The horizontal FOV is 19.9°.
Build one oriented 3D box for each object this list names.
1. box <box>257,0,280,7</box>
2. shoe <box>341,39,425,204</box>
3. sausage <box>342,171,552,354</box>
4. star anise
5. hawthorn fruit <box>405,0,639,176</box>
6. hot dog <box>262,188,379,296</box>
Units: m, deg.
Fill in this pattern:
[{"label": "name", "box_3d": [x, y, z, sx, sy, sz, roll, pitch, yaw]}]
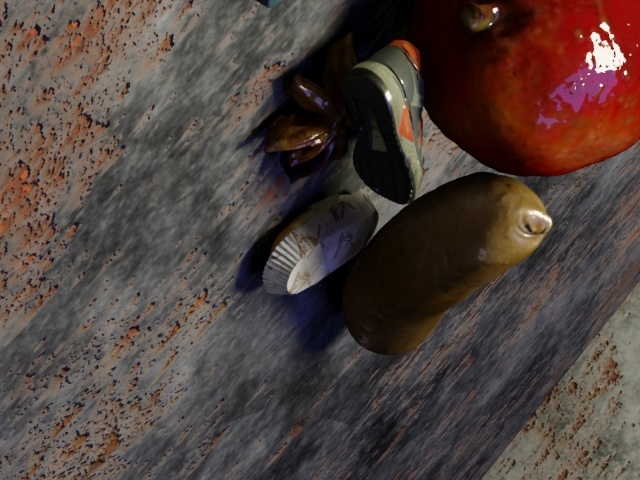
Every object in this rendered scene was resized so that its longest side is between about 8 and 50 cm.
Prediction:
[{"label": "box", "box_3d": [-0.039, -0.239, 1.469, 0.074, 0.054, 0.099, -42, 157, -30]}, {"label": "shoe", "box_3d": [0.075, -0.112, 1.752, 0.077, 0.074, 0.194, -50, 149, -24]}, {"label": "sausage", "box_3d": [0.117, 0.027, 2.007, 0.123, 0.136, 0.501, -67, -174, -21]}, {"label": "star anise", "box_3d": [0.006, -0.123, 1.758, 0.168, 0.057, 0.168, -44, 160, -21]}, {"label": "hawthorn fruit", "box_3d": [0.202, -0.190, 1.779, 0.265, 0.265, 0.307, -59, 157, 18]}, {"label": "hot dog", "box_3d": [0.000, 0.000, 1.961, 0.192, 0.053, 0.099, -36, 155, -48]}]
